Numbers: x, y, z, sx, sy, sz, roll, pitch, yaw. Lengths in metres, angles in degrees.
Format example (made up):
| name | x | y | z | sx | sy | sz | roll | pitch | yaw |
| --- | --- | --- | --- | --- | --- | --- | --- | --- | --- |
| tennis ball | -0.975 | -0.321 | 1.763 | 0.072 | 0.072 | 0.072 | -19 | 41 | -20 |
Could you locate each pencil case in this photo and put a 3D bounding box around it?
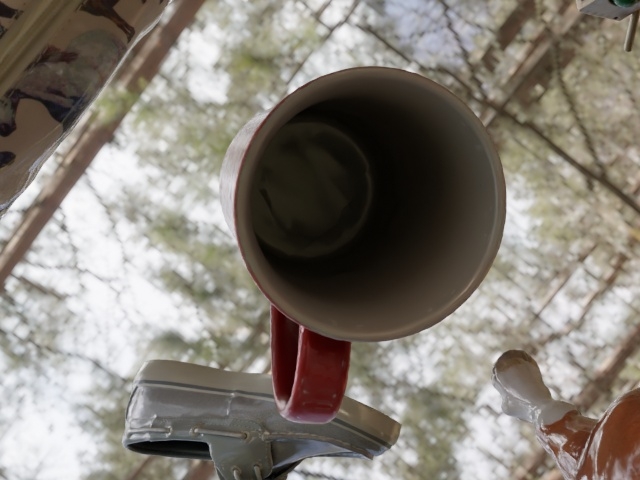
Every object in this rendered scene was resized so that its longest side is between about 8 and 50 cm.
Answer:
| name | x | y | z | sx | sy | sz | roll | pitch | yaw |
| --- | --- | --- | --- | --- | --- | --- | --- | --- | --- |
| pencil case | -0.225 | -0.142 | 0.909 | 0.160 | 0.410 | 0.183 | 39 | 179 | -29 |

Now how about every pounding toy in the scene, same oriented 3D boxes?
| name | x | y | z | sx | sy | sz | roll | pitch | yaw |
| --- | --- | --- | --- | --- | --- | --- | --- | --- | --- |
| pounding toy | 0.381 | -0.329 | 1.534 | 0.100 | 0.130 | 0.141 | 5 | -109 | -30 |

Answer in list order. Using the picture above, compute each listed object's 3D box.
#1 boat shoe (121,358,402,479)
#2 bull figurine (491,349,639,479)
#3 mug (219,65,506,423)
| name | x | y | z | sx | sy | sz | roll | pitch | yaw |
| --- | --- | --- | --- | --- | --- | --- | --- | --- | --- |
| boat shoe | -0.048 | 0.139 | 0.875 | 0.227 | 0.081 | 0.079 | 4 | 158 | 35 |
| bull figurine | 0.133 | 0.131 | 0.469 | 0.101 | 0.310 | 0.188 | 11 | 179 | -16 |
| mug | -0.006 | -0.008 | 0.580 | 0.113 | 0.150 | 0.169 | 39 | 178 | -12 |
